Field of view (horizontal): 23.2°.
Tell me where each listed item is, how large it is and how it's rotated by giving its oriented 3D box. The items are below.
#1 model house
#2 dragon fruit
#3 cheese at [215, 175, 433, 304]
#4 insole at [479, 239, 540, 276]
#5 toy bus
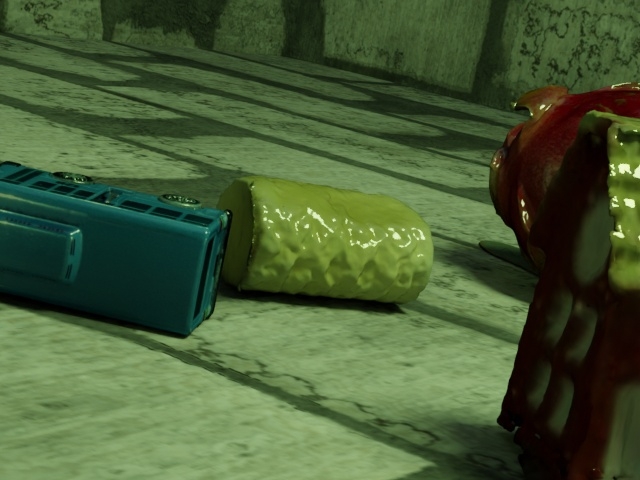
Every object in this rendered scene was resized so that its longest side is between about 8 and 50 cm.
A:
[{"bbox_3d":[0.233,0.034,0.960,0.196,0.254,0.160,10,7,-11],"label":"model house"},{"bbox_3d":[0.303,-0.036,1.491,0.250,0.250,0.315,7,28,-22],"label":"dragon fruit"},{"bbox_3d":[0.000,0.000,1.319,0.167,0.093,0.123,6,10,-24],"label":"cheese"},{"bbox_3d":[0.223,0.023,1.666,0.064,0.004,0.188,5,12,-24],"label":"insole"},{"bbox_3d":[-0.167,0.004,1.146,0.185,0.090,0.106,12,13,5],"label":"toy bus"}]
